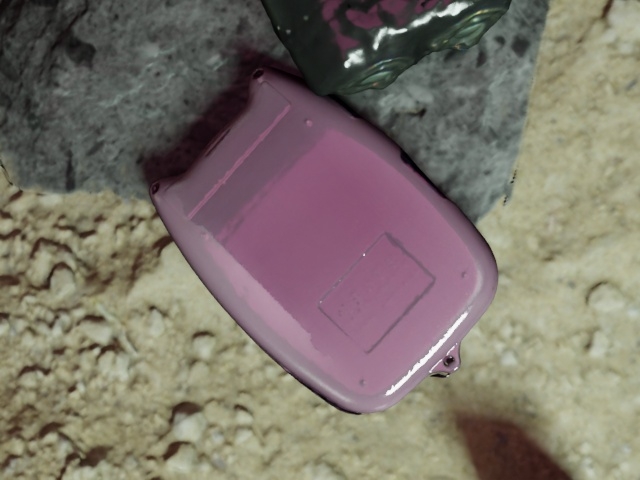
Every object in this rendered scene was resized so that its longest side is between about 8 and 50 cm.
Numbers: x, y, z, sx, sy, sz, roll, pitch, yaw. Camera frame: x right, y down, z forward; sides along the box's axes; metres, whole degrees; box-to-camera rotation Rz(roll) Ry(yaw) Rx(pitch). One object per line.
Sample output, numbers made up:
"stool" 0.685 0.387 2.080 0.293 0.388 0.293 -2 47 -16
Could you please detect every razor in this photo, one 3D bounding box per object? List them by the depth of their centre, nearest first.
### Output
"razor" 0.010 -0.282 0.774 0.189 0.107 0.326 -28 73 6

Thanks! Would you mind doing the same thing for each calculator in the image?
"calculator" 0.000 0.000 0.760 0.294 0.043 0.194 44 93 17
